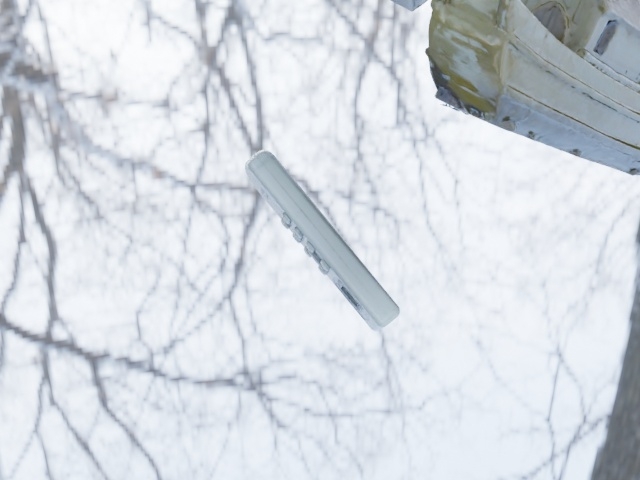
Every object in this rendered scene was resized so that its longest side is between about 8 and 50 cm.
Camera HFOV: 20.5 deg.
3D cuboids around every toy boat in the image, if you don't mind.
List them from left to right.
[{"bbox_3d":[0.226,-0.159,1.560,0.136,0.445,0.162,29,-80,30],"label":"toy boat"}]

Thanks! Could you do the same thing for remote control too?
[{"bbox_3d":[0.000,0.000,1.555,0.029,0.087,0.190,-39,-92,-6],"label":"remote control"}]

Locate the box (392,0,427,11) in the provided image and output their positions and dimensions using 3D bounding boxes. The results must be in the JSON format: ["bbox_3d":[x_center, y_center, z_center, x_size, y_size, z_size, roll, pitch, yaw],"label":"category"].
[{"bbox_3d":[0.088,-0.353,1.957,0.055,0.218,0.039,34,-119,30],"label":"box"}]
